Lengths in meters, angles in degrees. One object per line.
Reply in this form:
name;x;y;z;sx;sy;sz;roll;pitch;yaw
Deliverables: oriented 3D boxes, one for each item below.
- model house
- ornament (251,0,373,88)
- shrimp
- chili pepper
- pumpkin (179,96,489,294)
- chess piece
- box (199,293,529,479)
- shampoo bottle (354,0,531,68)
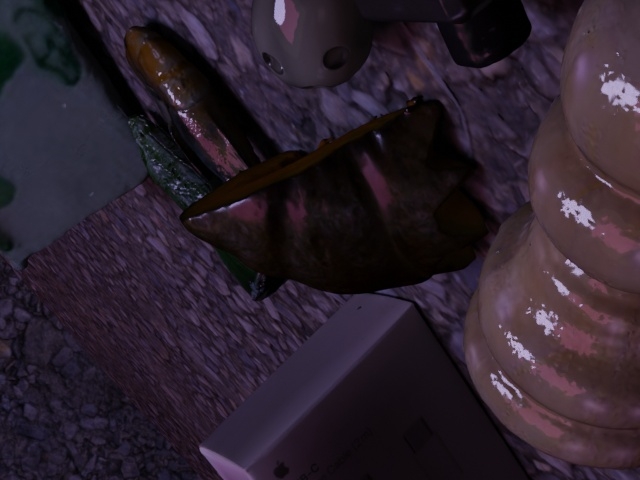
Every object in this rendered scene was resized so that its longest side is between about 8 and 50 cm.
model house;-0.352;-0.177;1.162;0.325;0.194;0.267;44;167;53
ornament;-0.007;-0.154;0.610;0.156;0.081;0.075;75;-179;-45
shrimp;-0.101;-0.091;0.951;0.217;0.051;0.150;53;165;-1
chili pepper;-0.111;-0.044;1.046;0.227;0.059;0.088;47;160;12
pumpkin;0.000;0.000;0.770;0.130;0.149;0.254;61;157;-11
chess piece;0.141;-0.017;0.485;0.142;0.142;0.261;37;152;26
box;0.050;0.205;0.950;0.252;0.203;0.106;56;158;-19
shampoo bottle;0.028;-0.186;0.465;0.079;0.080;0.246;19;145;55
